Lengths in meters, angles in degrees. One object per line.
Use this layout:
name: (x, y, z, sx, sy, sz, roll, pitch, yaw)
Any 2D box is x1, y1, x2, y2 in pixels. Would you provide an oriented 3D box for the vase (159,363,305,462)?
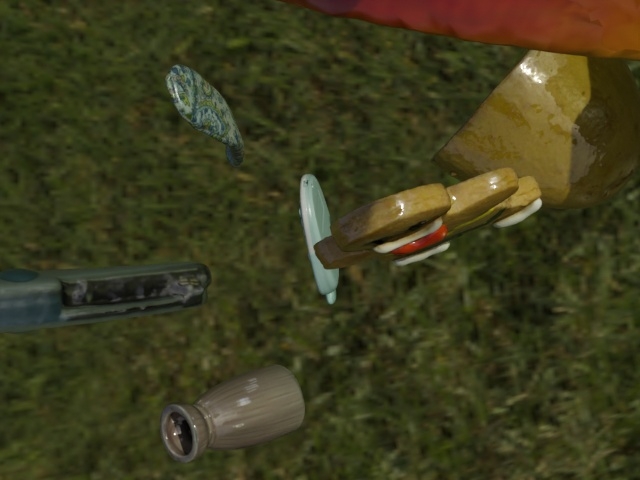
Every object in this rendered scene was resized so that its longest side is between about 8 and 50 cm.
vase: (-0.064, 0.124, 1.163, 0.053, 0.100, 0.053, 16, 112, 44)

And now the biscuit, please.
biscuit: (0.076, -0.011, 1.180, 0.158, 0.240, 0.035, -25, 83, 20)

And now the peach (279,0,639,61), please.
peach: (0.045, -0.224, 0.493, 0.380, 0.242, 0.306, 21, 105, 19)

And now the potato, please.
potato: (0.221, -0.102, 1.509, 0.158, 0.203, 0.178, 44, 148, 3)

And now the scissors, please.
scissors: (-0.202, 0.040, 1.038, 0.138, 0.289, 0.041, 16, 109, 61)

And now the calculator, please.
calculator: (0.000, 0.000, 1.705, 0.021, 0.095, 0.153, -10, 127, 10)

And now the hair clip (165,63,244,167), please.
hair clip: (-0.108, -0.122, 1.686, 0.036, 0.229, 0.066, -20, 70, 7)
